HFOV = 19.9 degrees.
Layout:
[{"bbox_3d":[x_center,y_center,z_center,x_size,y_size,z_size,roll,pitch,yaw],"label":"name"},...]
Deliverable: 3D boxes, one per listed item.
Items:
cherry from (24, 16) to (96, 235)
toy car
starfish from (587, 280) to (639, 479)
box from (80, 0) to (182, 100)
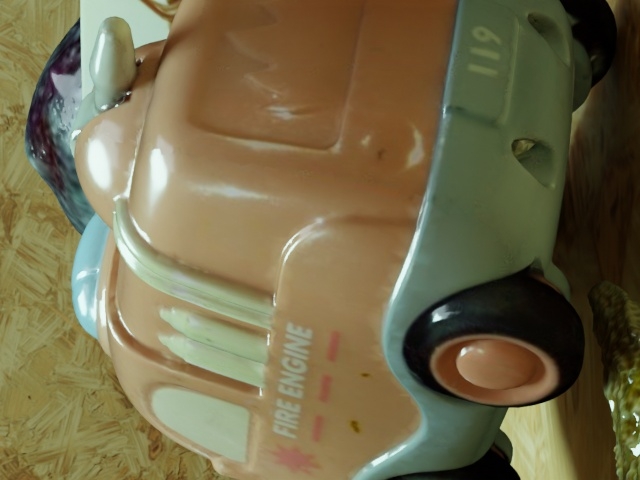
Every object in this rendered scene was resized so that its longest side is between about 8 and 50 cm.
[{"bbox_3d":[-0.047,-0.092,1.199,0.218,0.296,0.255,58,160,17],"label":"cherry"},{"bbox_3d":[0.000,0.000,0.770,0.270,0.212,0.180,98,-177,-55],"label":"toy car"},{"bbox_3d":[0.110,0.113,0.637,0.236,0.062,0.277,-98,10,-55],"label":"starfish"},{"bbox_3d":[-0.010,-0.084,0.938,0.048,0.265,0.273,-45,-28,-40],"label":"box"}]
